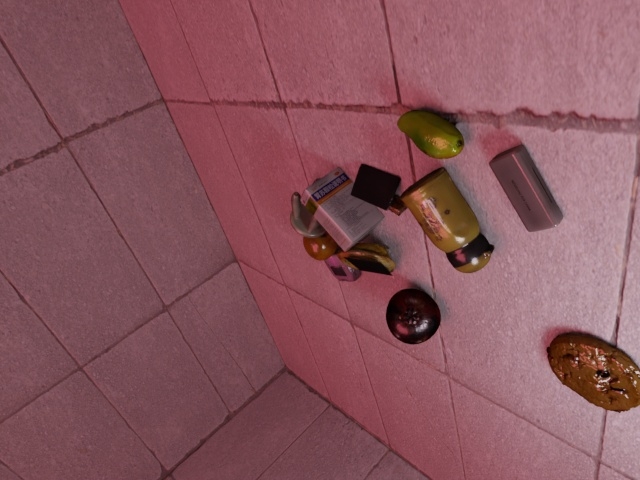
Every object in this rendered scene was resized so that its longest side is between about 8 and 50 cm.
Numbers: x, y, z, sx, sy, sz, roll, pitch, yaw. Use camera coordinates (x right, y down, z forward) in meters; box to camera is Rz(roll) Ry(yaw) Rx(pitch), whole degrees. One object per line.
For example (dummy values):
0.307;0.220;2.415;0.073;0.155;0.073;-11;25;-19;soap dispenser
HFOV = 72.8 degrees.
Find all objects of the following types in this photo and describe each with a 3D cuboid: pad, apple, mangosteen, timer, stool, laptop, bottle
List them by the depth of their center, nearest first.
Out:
0.424;-0.050;1.425;0.351;0.171;0.171;56;152;-4;bottle
0.208;-0.206;1.672;0.197;0.016;0.135;31;107;39;laptop
0.208;0.111;1.843;0.163;0.004;0.243;8;167;23;pad
0.398;0.326;1.879;0.235;0.235;0.261;45;-175;16;mangosteen
-0.032;-0.138;2.006;0.195;0.195;0.199;46;150;14;stool
0.000;0.000;2.138;0.182;0.182;0.155;43;144;18;apple
0.106;0.128;2.232;0.208;0.069;0.191;-8;117;58;timer

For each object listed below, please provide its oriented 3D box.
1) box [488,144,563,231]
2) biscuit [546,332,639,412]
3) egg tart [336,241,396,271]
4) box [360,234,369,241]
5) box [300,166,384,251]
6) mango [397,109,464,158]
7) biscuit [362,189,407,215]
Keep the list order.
0.575;-0.141;1.216;0.244;0.055;0.103;57;152;-7;box
0.869;0.425;1.387;0.296;0.075;0.296;38;148;29;biscuit
0.211;0.067;1.902;0.290;0.107;0.291;14;168;3;egg tart
0.163;-0.063;1.911;0.122;0.089;0.062;45;140;14;box
0.089;-0.132;1.817;0.299;0.200;0.106;48;153;9;box
0.334;-0.322;1.324;0.232;0.111;0.126;34;142;35;mango
0.247;-0.164;1.685;0.199;0.064;0.034;36;153;32;biscuit
